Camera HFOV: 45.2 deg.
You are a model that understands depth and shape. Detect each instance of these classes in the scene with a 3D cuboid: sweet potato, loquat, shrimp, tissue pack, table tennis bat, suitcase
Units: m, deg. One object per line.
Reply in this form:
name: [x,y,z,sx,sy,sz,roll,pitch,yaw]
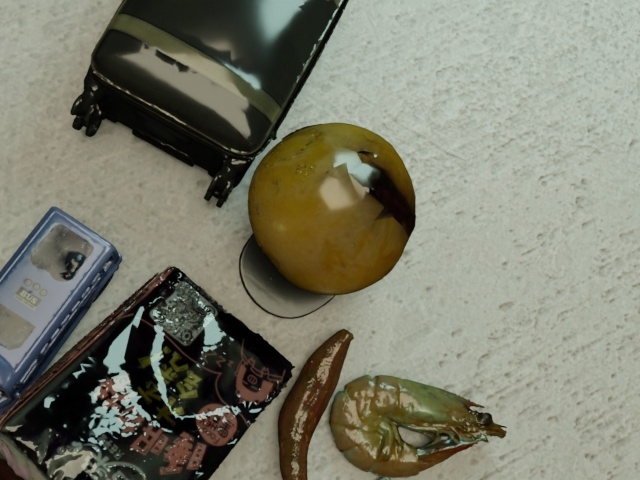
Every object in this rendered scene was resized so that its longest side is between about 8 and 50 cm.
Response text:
sweet potato: [-0.017,0.244,1.088,0.078,0.058,0.255,12,70,15]
loquat: [0.014,-0.045,1.043,0.235,0.235,0.235,2,80,-13]
shrimp: [0.145,0.275,1.123,0.267,0.061,0.145,7,80,-11]
tissue pack: [-0.217,0.209,0.979,0.245,0.123,0.332,42,50,-1]
table tennis bat: [0.000,0.000,1.159,0.274,0.021,0.154,-42,91,-14]
suitcase: [-0.140,-0.298,1.089,0.283,0.194,0.433,29,74,-7]

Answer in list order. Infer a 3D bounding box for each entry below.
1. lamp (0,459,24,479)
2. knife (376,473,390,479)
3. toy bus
lamp: [-0.406,0.334,0.923,0.258,0.180,0.180,46,74,-5]
knife: [0.069,0.504,1.082,0.061,0.027,0.343,6,76,-1]
toy bus: [-0.387,0.103,0.990,0.125,0.133,0.292,35,75,-6]
